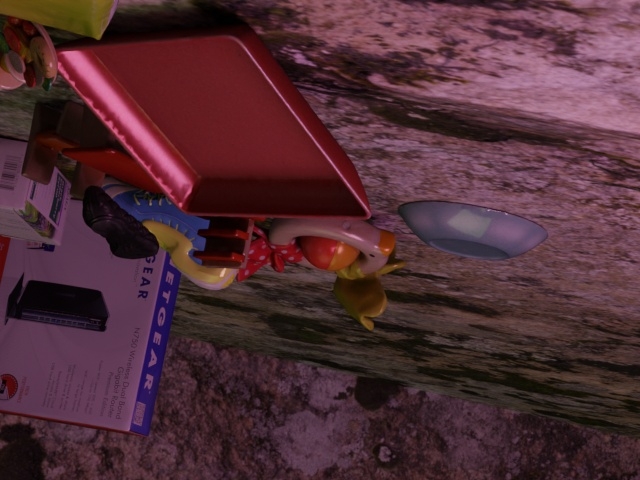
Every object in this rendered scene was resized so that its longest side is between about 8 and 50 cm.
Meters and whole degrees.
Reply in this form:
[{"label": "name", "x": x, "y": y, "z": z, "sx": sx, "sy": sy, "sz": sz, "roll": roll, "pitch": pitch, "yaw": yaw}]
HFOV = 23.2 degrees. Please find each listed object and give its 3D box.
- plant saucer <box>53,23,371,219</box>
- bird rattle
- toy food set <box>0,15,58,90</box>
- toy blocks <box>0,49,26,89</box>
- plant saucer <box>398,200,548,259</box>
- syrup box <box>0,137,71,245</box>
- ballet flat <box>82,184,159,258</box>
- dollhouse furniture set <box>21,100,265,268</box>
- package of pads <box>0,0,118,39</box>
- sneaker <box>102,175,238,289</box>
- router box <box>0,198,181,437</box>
[{"label": "plant saucer", "x": -0.101, "y": -0.118, "z": 1.511, "sx": 0.258, "sy": 0.048, "sz": 0.259, "roll": 2, "pitch": 143, "yaw": 39}, {"label": "bird rattle", "x": 0.000, "y": 0.000, "z": 2.118, "sx": 0.253, "sy": 0.143, "sz": 0.207, "roll": 26, "pitch": 155, "yaw": -8}, {"label": "toy food set", "x": -0.279, "y": -0.182, "z": 1.494, "sx": 0.083, "sy": 0.020, "sz": 0.082, "roll": 54, "pitch": 150, "yaw": 6}, {"label": "toy blocks", "x": -0.358, "y": -0.188, "z": 1.581, "sx": 0.123, "sy": 0.054, "sz": 0.148, "roll": 18, "pitch": 167, "yaw": -35}, {"label": "plant saucer", "x": 0.192, "y": -0.006, "z": 1.994, "sx": 0.195, "sy": 0.037, "sz": 0.195, "roll": 10, "pitch": 170, "yaw": 2}, {"label": "syrup box", "x": -0.414, "y": -0.066, "z": 2.143, "sx": 0.096, "sy": 0.093, "sz": 0.237, "roll": 10, "pitch": 169, "yaw": 6}, {"label": "ballet flat", "x": -0.227, "y": -0.016, "z": 1.804, "sx": 0.057, "sy": 0.049, "sz": 0.173, "roll": -14, "pitch": 159, "yaw": 8}, {"label": "dollhouse furniture set", "x": -0.180, "y": -0.065, "z": 1.802, "sx": 0.262, "sy": 0.135, "sz": 0.259, "roll": 1, "pitch": 165, "yaw": 41}, {"label": "package of pads", "x": -0.232, "y": -0.239, "z": 1.075, "sx": 0.229, "sy": 0.101, "sz": 0.296, "roll": 13, "pitch": 169, "yaw": -9}, {"label": "sneaker", "x": -0.192, "y": -0.044, "z": 2.102, "sx": 0.240, "sy": 0.126, "sz": 0.091, "roll": 35, "pitch": -156, "yaw": 14}, {"label": "router box", "x": -0.376, "y": 0.106, "z": 2.351, "sx": 0.301, "sy": 0.335, "sz": 0.082, "roll": 6, "pitch": 168, "yaw": 17}]
